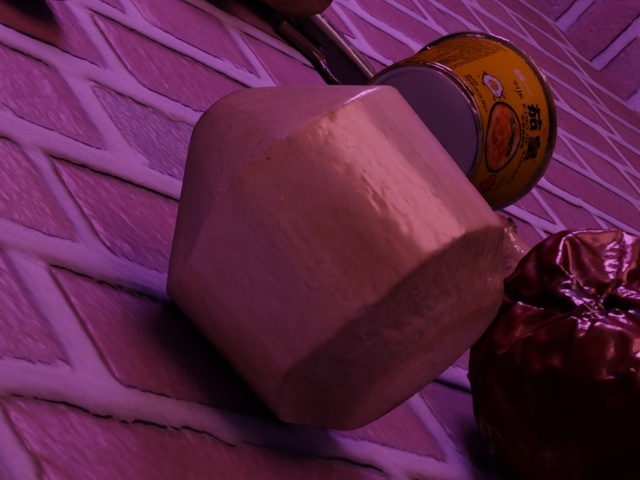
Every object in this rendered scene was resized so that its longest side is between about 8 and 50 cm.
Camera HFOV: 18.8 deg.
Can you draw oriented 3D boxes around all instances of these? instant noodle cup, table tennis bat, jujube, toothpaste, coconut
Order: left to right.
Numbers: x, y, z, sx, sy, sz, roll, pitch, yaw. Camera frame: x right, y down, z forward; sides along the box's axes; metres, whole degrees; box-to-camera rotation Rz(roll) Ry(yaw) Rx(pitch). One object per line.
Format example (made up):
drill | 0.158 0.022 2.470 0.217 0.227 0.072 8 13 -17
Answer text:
coconut | 0.000 0.000 1.230 0.222 0.202 0.202 52 17 13
table tennis bat | 0.013 -0.182 2.047 0.158 0.014 0.095 39 18 -24
toothpaste | 0.020 -0.212 2.117 0.197 0.029 0.048 44 16 -14
instant noodle cup | 0.118 -0.107 1.858 0.182 0.182 0.144 48 26 13
jujube | 0.218 0.113 1.473 0.213 0.213 0.232 38 23 -22

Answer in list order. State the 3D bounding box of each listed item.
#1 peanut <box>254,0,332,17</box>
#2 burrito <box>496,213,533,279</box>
peanut | -0.072 -0.305 1.963 0.298 0.120 0.136 19 53 -58
burrito | 0.211 0.067 1.825 0.087 0.060 0.226 29 22 -56
